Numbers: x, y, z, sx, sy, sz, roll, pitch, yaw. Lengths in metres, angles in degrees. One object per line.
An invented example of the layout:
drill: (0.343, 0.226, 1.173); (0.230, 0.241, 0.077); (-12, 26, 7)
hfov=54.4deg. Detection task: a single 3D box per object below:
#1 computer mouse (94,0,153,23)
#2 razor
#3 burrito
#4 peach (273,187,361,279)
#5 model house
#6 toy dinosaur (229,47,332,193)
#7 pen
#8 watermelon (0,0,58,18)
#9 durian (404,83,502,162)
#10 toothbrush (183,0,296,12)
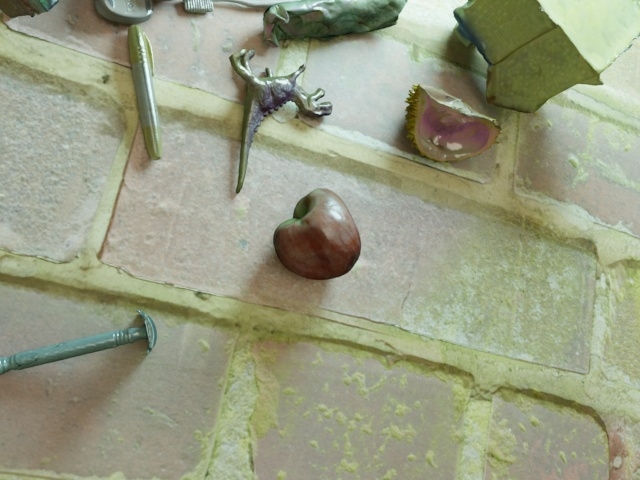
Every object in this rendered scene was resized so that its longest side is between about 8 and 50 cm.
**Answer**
computer mouse: (-0.331, -0.394, 1.044); (0.096, 0.039, 0.066); (-5, 82, -36)
razor: (-0.359, 0.156, 0.912); (0.232, 0.106, 0.068); (-11, 84, -15)
burrito: (0.033, -0.428, 1.175); (0.309, 0.096, 0.066); (-18, 69, -22)
peach: (0.000, 0.000, 1.067); (0.152, 0.152, 0.152); (4, 79, -22)
model house: (0.427, -0.434, 1.241); (0.261, 0.266, 0.321); (-41, 95, -30)
toy dinosaur: (-0.101, -0.236, 1.096); (0.251, 0.072, 0.199); (-43, 108, -33)
pen: (-0.289, -0.247, 1.040); (0.040, 0.032, 0.233); (-6, 84, -47)
watermelon: (-0.477, -0.443, 0.936); (0.176, 0.256, 0.260); (-40, 109, 21)
durian: (0.241, -0.231, 1.202); (0.182, 0.132, 0.165); (-17, 95, -28)
toothbrush: (-0.102, -0.436, 1.154); (0.307, 0.025, 0.029); (-8, 92, -23)
